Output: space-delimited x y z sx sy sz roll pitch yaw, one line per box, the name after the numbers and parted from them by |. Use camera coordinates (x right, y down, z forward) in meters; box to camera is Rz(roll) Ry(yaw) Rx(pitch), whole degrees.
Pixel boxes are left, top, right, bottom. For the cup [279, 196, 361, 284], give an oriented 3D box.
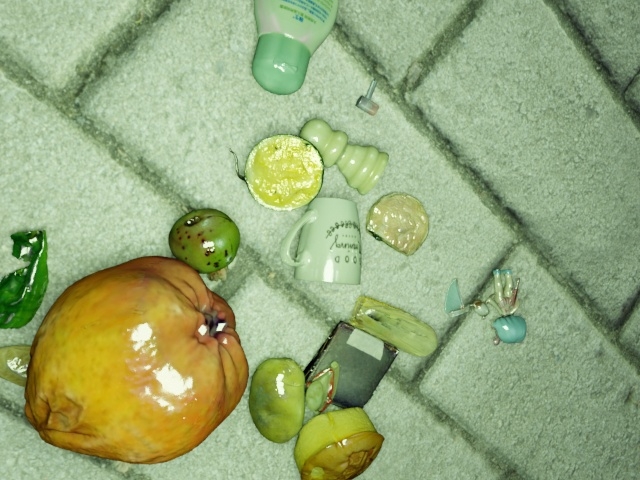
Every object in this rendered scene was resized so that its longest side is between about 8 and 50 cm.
0.000 0.000 1.132 0.258 0.187 0.233 6 86 -44 | cup

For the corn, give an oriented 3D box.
0.225 0.269 1.271 0.306 0.123 0.122 26 88 -17 | corn

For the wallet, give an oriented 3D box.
0.081 0.386 1.245 0.221 0.071 0.262 29 103 -14 | wallet

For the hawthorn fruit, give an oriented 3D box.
-0.410 0.270 0.914 0.473 0.472 0.470 -2 95 -17 | hawthorn fruit

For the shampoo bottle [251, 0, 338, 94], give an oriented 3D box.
-0.080 -0.562 1.091 0.222 0.151 0.348 14 90 -24 | shampoo bottle

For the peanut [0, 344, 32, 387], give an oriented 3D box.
-0.703 0.319 1.012 0.194 0.083 0.093 36 49 -22 | peanut

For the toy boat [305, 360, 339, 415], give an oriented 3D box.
0.003 0.433 1.179 0.071 0.089 0.184 -6 120 -56 | toy boat

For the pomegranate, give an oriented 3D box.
-0.299 0.010 1.079 0.180 0.210 0.179 4 64 -8 | pomegranate

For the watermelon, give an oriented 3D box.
-0.100 -0.189 1.125 0.233 0.127 0.203 -13 110 9 | watermelon

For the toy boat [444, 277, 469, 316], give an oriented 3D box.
0.451 0.191 1.388 0.096 0.034 0.122 -18 91 -15 | toy boat

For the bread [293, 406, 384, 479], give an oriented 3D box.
0.053 0.610 1.198 0.270 0.148 0.269 -13 129 -17 | bread

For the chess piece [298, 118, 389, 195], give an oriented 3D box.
0.053 -0.252 1.177 0.252 0.144 0.144 30 86 -11 | chess piece

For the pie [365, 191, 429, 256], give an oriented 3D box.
0.252 -0.058 1.289 0.218 0.052 0.185 34 86 -15 | pie

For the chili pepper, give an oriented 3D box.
-0.715 0.093 0.990 0.099 0.083 0.252 13 87 -9 | chili pepper

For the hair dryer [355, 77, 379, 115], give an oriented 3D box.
0.154 -0.439 1.238 0.063 0.037 0.114 24 80 -19 | hair dryer

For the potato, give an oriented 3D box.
-0.121 0.452 1.172 0.144 0.170 0.247 -16 105 -58 | potato

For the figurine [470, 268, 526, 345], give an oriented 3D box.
0.619 0.227 1.402 0.206 0.103 0.259 -1 85 -19 | figurine
